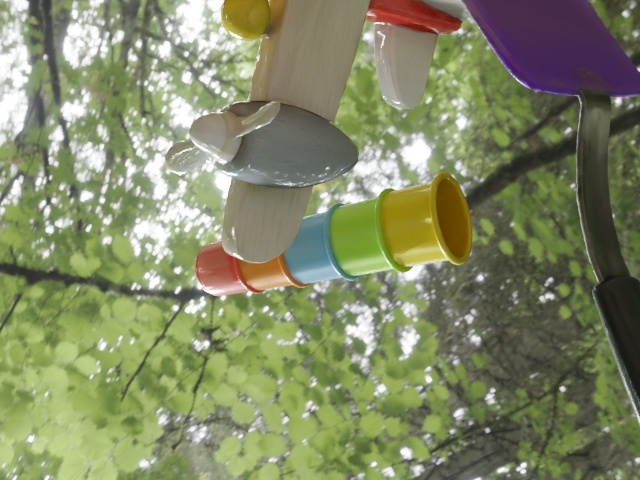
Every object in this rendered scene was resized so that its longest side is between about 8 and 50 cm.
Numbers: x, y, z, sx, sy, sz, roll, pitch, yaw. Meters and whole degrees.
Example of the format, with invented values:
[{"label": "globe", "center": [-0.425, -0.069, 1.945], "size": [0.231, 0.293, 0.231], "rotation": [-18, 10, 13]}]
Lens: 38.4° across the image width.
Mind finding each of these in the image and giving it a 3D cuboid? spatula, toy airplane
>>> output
[{"label": "spatula", "center": [0.124, -0.007, 0.392], "size": [0.084, 0.030, 0.297], "rotation": [-2, -112, -28]}, {"label": "toy airplane", "center": [-0.002, -0.227, 0.704], "size": [0.384, 0.272, 0.386], "rotation": [-34, -71, -14]}]

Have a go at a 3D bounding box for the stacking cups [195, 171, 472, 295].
[{"label": "stacking cups", "center": [0.000, 0.000, 0.994], "size": [0.096, 0.316, 0.096], "rotation": [25, -119, -55]}]
